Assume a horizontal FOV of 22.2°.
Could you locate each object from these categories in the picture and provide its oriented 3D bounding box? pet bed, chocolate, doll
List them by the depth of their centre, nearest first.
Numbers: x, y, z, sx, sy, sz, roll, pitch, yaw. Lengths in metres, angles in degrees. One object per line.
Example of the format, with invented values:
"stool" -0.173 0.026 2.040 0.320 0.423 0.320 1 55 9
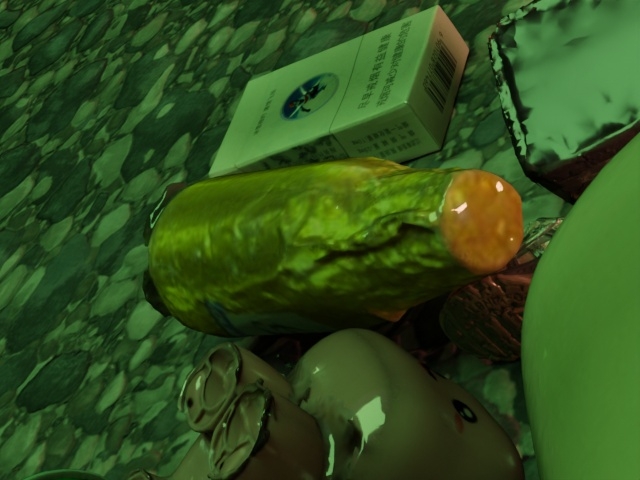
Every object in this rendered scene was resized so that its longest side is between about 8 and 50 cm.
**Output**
"doll" 0.027 0.178 1.082 0.216 0.268 0.284 -57 26 10
"pet bed" 0.265 -0.127 1.337 0.211 0.159 0.183 -28 57 24
"chocolate" 0.000 0.000 1.362 0.162 0.162 0.445 -53 20 -22

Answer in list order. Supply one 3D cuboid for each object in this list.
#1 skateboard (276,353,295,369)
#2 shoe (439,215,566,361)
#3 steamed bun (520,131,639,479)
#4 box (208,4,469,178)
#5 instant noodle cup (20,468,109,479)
"skateboard" -0.012 0.129 1.420 0.083 0.032 0.064 11 67 52
"shoe" 0.176 0.024 1.279 0.180 0.089 0.092 -20 35 27
"steamed bun" 0.327 0.061 0.767 0.456 0.290 0.371 -13 32 4
"box" 0.019 -0.132 1.701 0.256 0.069 0.164 -18 36 33
"instant noodle cup" -0.134 0.293 1.188 0.233 0.207 0.207 11 56 44
